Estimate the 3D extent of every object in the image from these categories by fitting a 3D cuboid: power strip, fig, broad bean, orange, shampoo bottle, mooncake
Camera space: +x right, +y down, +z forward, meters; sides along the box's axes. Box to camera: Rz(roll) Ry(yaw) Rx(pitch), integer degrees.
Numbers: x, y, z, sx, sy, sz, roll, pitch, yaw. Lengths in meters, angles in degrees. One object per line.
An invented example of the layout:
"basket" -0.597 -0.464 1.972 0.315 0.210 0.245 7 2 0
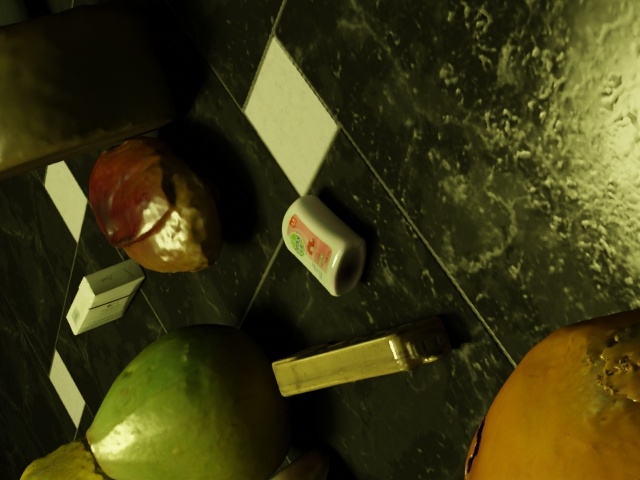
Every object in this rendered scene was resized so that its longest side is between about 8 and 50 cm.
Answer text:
"power strip" 0.030 0.120 1.075 0.305 0.064 0.044 -26 84 59
"fig" -0.149 0.197 1.250 0.207 0.230 0.207 -3 -90 -83
"broad bean" -0.188 -0.044 1.257 0.229 0.122 0.156 21 114 46
"orange" 0.211 0.160 0.652 0.246 0.246 0.246 34 135 43
"shampoo bottle" 0.000 0.000 1.068 0.099 0.043 0.072 44 141 33
"mooncake" -0.316 -0.167 1.218 0.284 0.284 0.155 -13 97 59

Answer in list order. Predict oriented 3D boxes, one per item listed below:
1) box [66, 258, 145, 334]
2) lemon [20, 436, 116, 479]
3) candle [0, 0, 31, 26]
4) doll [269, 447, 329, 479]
"box" -0.318 0.084 1.567 0.040 0.084 0.154 62 148 15
"lemon" -0.353 0.439 1.678 0.322 0.268 0.268 26 129 48
"candle" -0.514 -0.282 1.516 0.221 0.221 0.342 -15 96 59
"doll" -0.045 0.451 1.255 0.215 0.226 0.370 -95 -1 -59
